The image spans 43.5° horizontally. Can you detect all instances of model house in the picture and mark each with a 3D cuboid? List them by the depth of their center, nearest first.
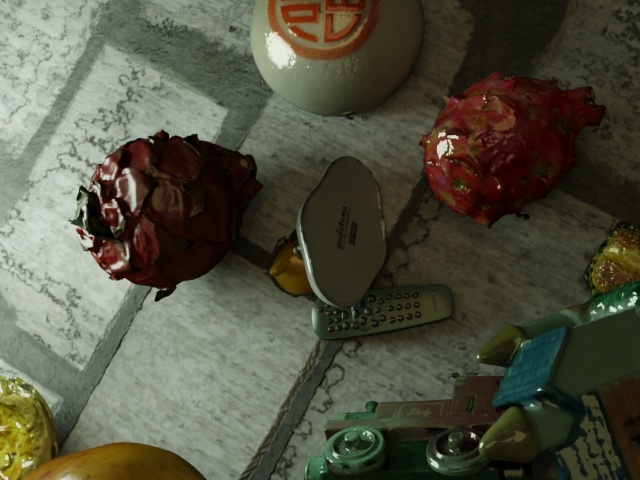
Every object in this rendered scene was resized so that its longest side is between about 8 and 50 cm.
[{"bbox_3d":[0.306,0.218,1.006,0.324,0.194,0.267,-11,76,-27],"label":"model house"}]

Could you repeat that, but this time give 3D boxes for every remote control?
[{"bbox_3d":[0.094,0.109,1.233,0.221,0.042,0.072,-9,76,13],"label":"remote control"}]

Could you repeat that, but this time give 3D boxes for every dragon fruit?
[{"bbox_3d":[0.273,-0.147,1.161,0.268,0.210,0.205,-29,114,9],"label":"dragon fruit"},{"bbox_3d":[-0.230,-0.048,1.240,0.298,0.244,0.244,-23,75,-8],"label":"dragon fruit"}]

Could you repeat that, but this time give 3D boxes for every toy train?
[{"bbox_3d":[0.135,0.288,1.103,0.304,0.221,0.150,-6,113,17],"label":"toy train"}]

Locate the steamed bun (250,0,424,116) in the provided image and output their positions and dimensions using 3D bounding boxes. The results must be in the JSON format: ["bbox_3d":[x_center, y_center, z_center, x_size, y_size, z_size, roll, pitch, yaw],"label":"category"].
[{"bbox_3d":[0.019,-0.342,1.263,0.282,0.177,0.283,-2,80,14],"label":"steamed bun"}]

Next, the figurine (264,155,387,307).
[{"bbox_3d":[0.000,0.000,1.260,0.141,0.166,0.250,-24,38,48],"label":"figurine"}]

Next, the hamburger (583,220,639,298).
[{"bbox_3d":[0.463,0.057,1.130,0.166,0.087,0.137,34,89,17],"label":"hamburger"}]

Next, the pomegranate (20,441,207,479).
[{"bbox_3d":[-0.274,0.491,1.087,0.416,0.416,0.417,-2,79,13],"label":"pomegranate"}]

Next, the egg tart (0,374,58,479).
[{"bbox_3d":[-0.529,0.331,1.309,0.240,0.106,0.241,-2,82,13],"label":"egg tart"}]
